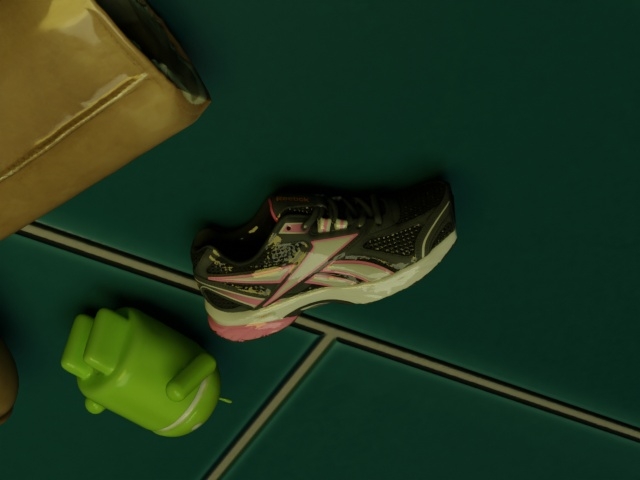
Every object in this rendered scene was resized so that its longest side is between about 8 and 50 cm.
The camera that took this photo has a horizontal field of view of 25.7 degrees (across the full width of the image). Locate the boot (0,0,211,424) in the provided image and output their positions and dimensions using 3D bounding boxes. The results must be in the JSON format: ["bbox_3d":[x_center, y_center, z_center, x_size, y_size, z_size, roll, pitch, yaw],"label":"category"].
[{"bbox_3d":[-0.176,-0.016,0.810,0.269,0.089,0.236,-33,130,15],"label":"boot"}]

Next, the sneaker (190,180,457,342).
[{"bbox_3d":[0.000,0.000,0.879,0.178,0.072,0.077,-24,122,2],"label":"sneaker"}]

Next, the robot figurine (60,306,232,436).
[{"bbox_3d":[-0.114,0.088,0.929,0.101,0.067,0.115,-17,140,41],"label":"robot figurine"}]
